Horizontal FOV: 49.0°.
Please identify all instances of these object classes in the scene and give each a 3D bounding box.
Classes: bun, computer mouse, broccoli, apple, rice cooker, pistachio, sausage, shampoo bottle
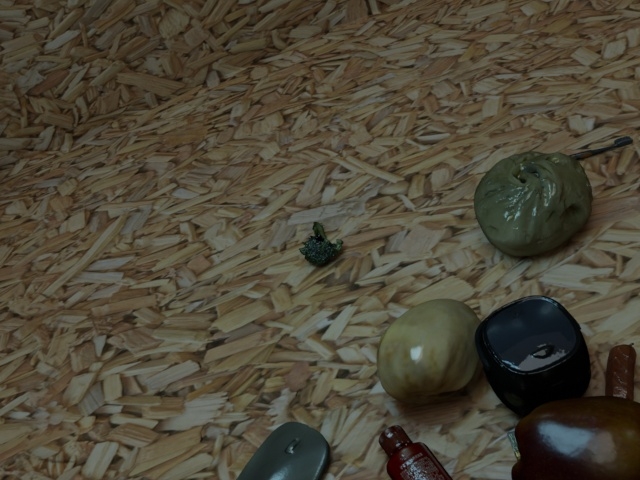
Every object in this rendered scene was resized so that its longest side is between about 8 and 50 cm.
[{"bbox_3d":[0.607,-0.131,2.039,0.362,0.234,0.326,-42,42,-15],"label":"bun"},{"bbox_3d":[-0.112,0.598,1.740,0.197,0.095,0.331,17,56,30],"label":"computer mouse"},{"bbox_3d":[-0.002,-0.001,2.287,0.122,0.118,0.204,-45,21,21],"label":"broccoli"},{"bbox_3d":[0.564,0.461,1.443,0.316,0.288,0.288,-1,48,26],"label":"apple"},{"bbox_3d":[0.511,0.278,1.683,0.267,0.224,0.267,-13,45,14],"label":"rice cooker"},{"bbox_3d":[0.277,0.286,1.781,0.321,0.229,0.238,-34,80,-31],"label":"pistachio"},{"bbox_3d":[0.717,0.314,1.672,0.065,0.065,0.169,2,49,25],"label":"sausage"},{"bbox_3d":[0.243,0.565,1.625,0.118,0.076,0.314,-33,43,-8],"label":"shampoo bottle"}]

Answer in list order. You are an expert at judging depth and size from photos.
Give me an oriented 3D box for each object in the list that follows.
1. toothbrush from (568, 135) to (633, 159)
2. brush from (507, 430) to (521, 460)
[{"bbox_3d":[0.831,-0.273,2.231,0.321,0.023,0.031,-18,36,5],"label":"toothbrush"},{"bbox_3d":[0.517,0.536,1.579,0.103,0.013,0.272,-20,44,5],"label":"brush"}]
